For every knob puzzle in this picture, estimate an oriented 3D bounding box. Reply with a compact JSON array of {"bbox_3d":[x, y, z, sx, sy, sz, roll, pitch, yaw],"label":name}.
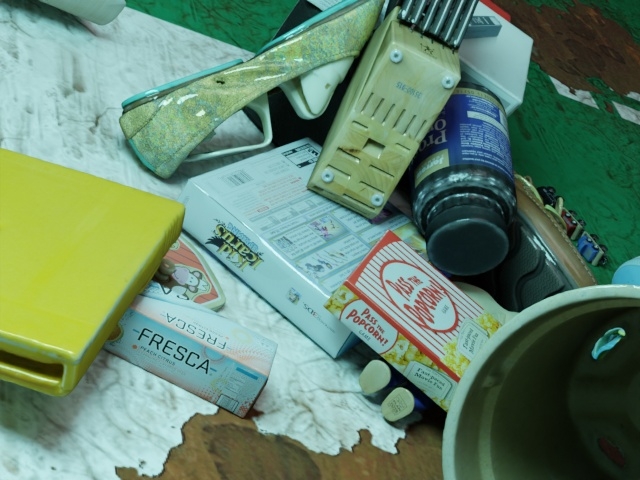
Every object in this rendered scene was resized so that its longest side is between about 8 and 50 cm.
[{"bbox_3d":[-0.181,0.015,1.658,0.213,0.030,0.213,24,28,-13],"label":"knob puzzle"}]

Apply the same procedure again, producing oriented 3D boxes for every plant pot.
[{"bbox_3d":[0.319,0.189,1.600,0.334,0.334,0.305,37,16,12],"label":"plant pot"},{"bbox_3d":[0.037,-0.173,2.038,0.188,0.187,0.167,4,47,-41],"label":"plant pot"}]

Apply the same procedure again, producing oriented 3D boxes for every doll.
[{"bbox_3d":[0.119,0.144,1.720,0.129,0.046,0.189,50,31,15],"label":"doll"}]

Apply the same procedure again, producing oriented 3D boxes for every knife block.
[{"bbox_3d":[0.089,-0.191,1.882,0.088,0.276,0.242,27,23,-9],"label":"knife block"}]

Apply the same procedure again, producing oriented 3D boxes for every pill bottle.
[{"bbox_3d":[0.163,-0.070,1.885,0.122,0.123,0.219,20,43,-20],"label":"pill bottle"}]

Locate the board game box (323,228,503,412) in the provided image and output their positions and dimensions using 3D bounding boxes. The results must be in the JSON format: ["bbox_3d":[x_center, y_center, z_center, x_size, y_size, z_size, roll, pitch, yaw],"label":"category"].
[{"bbox_3d":[0.110,0.089,1.690,0.193,0.045,0.147,40,30,1],"label":"board game box"}]

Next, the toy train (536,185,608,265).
[{"bbox_3d":[0.341,-0.022,2.233,0.036,0.027,0.158,1,39,-38],"label":"toy train"}]

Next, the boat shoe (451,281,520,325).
[{"bbox_3d":[0.195,0.093,1.889,0.133,0.042,0.049,27,53,-5],"label":"boat shoe"}]

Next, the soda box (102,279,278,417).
[{"bbox_3d":[-0.134,0.093,1.544,0.183,0.058,0.063,28,28,-7],"label":"soda box"}]

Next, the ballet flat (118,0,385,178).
[{"bbox_3d":[-0.061,-0.172,1.866,0.348,0.123,0.123,-27,55,-18],"label":"ballet flat"}]

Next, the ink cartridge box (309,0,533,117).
[{"bbox_3d":[0.136,-0.312,2.063,0.296,0.066,0.261,33,40,-16],"label":"ink cartridge box"}]

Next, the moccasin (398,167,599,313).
[{"bbox_3d":[0.230,-0.021,2.025,0.147,0.139,0.380,-3,32,-33],"label":"moccasin"}]

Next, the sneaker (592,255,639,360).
[{"bbox_3d":[0.385,0.111,1.951,0.208,0.127,0.319,15,30,-29],"label":"sneaker"}]

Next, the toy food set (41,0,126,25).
[{"bbox_3d":[-0.380,-0.394,2.025,0.219,0.092,0.306,19,23,-37],"label":"toy food set"}]

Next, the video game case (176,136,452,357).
[{"bbox_3d":[0.000,0.000,1.825,0.244,0.061,0.269,39,28,15],"label":"video game case"}]

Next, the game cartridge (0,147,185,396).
[{"bbox_3d":[-0.300,0.007,1.472,0.285,0.053,0.324,17,26,5],"label":"game cartridge"}]
